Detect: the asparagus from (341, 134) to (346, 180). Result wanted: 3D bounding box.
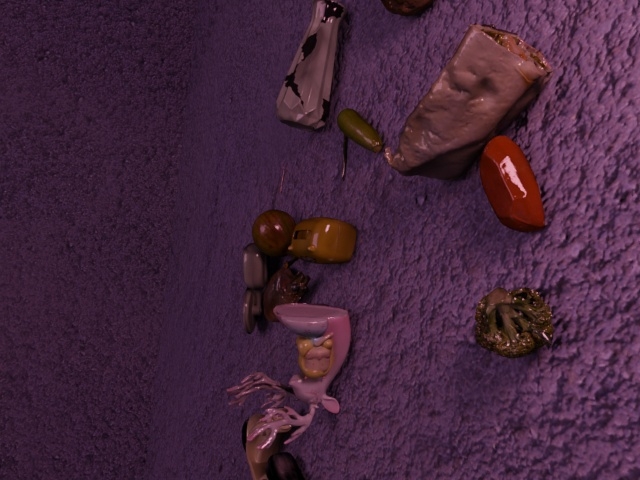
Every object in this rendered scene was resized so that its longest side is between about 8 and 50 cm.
[{"bbox_3d":[0.066,-0.245,1.520,0.016,0.013,0.166,-6,77,48],"label":"asparagus"}]

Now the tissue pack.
[{"bbox_3d":[0.000,0.000,1.450,0.178,0.127,0.123,0,79,59],"label":"tissue pack"}]

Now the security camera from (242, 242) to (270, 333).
[{"bbox_3d":[-0.207,0.156,1.790,0.157,0.080,0.302,-64,-24,-80],"label":"security camera"}]

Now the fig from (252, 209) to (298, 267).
[{"bbox_3d":[-0.119,-0.013,1.671,0.186,0.148,0.142,28,93,20],"label":"fig"}]

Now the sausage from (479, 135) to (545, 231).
[{"bbox_3d":[0.328,-0.096,0.955,0.089,0.089,0.179,-40,59,49],"label":"sausage"}]

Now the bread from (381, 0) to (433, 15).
[{"bbox_3d":[0.211,-0.645,1.278,0.230,0.123,0.230,-26,58,52],"label":"bread"}]

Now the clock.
[{"bbox_3d":[-0.117,0.613,1.498,0.276,0.120,0.379,-63,39,35],"label":"clock"}]

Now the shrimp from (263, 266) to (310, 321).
[{"bbox_3d":[-0.104,0.142,1.643,0.317,0.077,0.168,-41,45,52],"label":"shrimp"}]

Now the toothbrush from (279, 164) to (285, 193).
[{"bbox_3d":[-0.129,-0.206,1.849,0.006,0.008,0.097,176,101,-74],"label":"toothbrush"}]

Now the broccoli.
[{"bbox_3d":[0.308,0.128,0.890,0.130,0.120,0.131,-17,32,36],"label":"broccoli"}]

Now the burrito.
[{"bbox_3d":[0.265,-0.222,1.018,0.135,0.190,0.332,53,136,21],"label":"burrito"}]

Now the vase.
[{"bbox_3d":[-0.018,-0.509,1.616,0.165,0.165,0.360,18,93,60],"label":"vase"}]

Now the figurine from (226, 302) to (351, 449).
[{"bbox_3d":[-0.077,0.324,1.365,0.206,0.284,0.316,15,106,62],"label":"figurine"}]

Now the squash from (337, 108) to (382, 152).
[{"bbox_3d":[0.101,-0.282,1.422,0.201,0.066,0.066,54,127,45],"label":"squash"}]
